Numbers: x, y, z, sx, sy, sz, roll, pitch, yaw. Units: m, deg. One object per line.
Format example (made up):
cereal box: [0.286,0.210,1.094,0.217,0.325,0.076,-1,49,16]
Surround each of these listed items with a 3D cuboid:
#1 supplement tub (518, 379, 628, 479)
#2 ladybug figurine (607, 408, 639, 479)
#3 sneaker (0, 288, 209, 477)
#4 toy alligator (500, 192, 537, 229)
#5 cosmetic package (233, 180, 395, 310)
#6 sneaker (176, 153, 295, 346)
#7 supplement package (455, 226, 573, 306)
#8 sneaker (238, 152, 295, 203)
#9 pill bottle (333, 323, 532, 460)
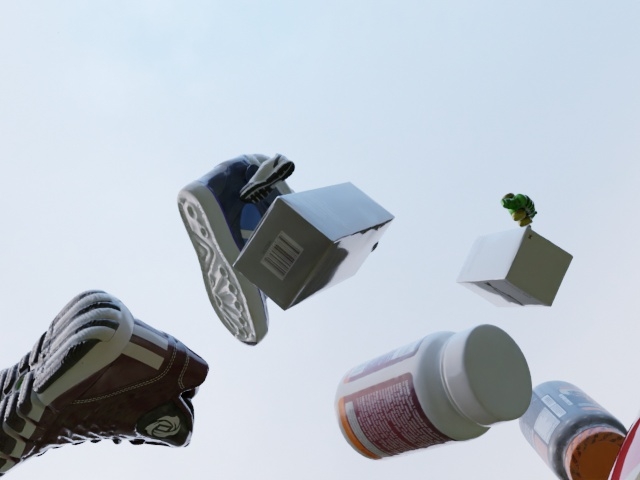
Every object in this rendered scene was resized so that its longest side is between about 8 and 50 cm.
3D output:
supplement tub: [0.604,0.465,1.661,0.193,0.316,0.194,0,-83,-2]
ladybug figurine: [0.314,0.089,0.313,0.305,0.162,0.449,31,-50,-26]
sneaker: [-0.202,0.163,0.615,0.162,0.106,0.281,31,-52,-31]
toy alligator: [0.429,-0.061,1.473,0.051,0.056,0.189,-34,-34,20]
cosmetic package: [0.000,0.000,0.988,0.107,0.238,0.127,39,-69,12]
sneaker: [-0.105,0.001,1.282,0.236,0.130,0.323,-32,-72,-38]
supplement package: [0.345,0.052,1.269,0.105,0.179,0.105,31,-103,-11]
sneaker: [-0.094,-0.104,1.184,0.109,0.044,0.040,-37,-37,-6]
pill bottle: [0.226,0.318,1.465,0.224,0.392,0.224,18,-122,-30]
